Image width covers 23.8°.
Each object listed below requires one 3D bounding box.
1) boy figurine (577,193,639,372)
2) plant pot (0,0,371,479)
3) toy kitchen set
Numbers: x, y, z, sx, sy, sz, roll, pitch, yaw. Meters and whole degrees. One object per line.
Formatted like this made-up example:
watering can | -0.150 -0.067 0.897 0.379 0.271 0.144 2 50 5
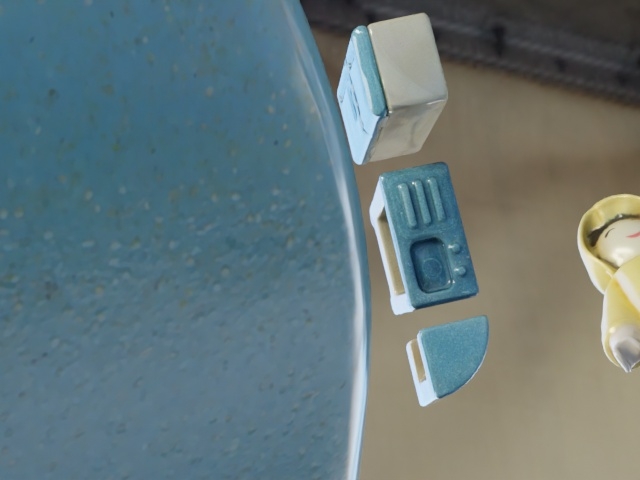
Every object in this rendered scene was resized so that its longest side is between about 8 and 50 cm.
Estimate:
boy figurine | 0.273 0.027 1.093 0.177 0.285 0.092 -34 -72 -1
plant pot | -0.131 -0.004 0.430 0.247 0.247 0.252 -12 -49 -35
toy kitchen set | 0.000 0.000 0.869 0.166 0.207 0.122 -13 -11 -7
